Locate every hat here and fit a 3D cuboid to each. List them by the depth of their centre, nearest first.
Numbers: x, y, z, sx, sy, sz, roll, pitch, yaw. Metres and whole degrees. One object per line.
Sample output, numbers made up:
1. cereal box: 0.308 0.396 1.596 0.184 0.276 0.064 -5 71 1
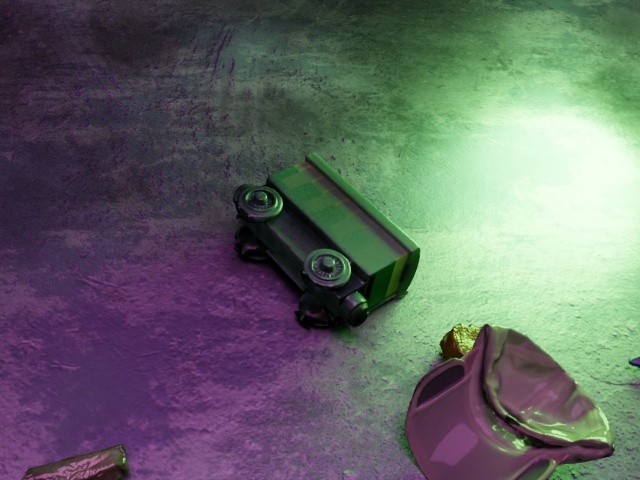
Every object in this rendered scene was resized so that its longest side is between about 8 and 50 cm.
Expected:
1. hat: 0.241 0.247 0.956 0.226 0.164 0.219 -43 62 7

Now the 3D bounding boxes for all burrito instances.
1. burrito: -0.300 0.284 0.857 0.149 0.041 0.055 -18 65 -23

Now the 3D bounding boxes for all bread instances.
1. bread: 0.215 0.158 1.052 0.081 0.046 0.083 -26 53 -35

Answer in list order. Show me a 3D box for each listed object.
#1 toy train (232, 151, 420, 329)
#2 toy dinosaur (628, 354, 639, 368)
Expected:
1. toy train: 0.000 0.000 1.118 0.202 0.120 0.301 -26 56 -31
2. toy dinosaur: 0.623 0.133 1.119 0.328 0.076 0.145 2 53 -4
